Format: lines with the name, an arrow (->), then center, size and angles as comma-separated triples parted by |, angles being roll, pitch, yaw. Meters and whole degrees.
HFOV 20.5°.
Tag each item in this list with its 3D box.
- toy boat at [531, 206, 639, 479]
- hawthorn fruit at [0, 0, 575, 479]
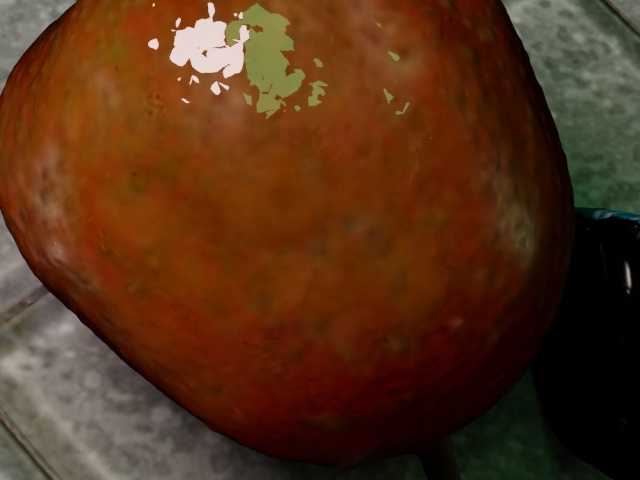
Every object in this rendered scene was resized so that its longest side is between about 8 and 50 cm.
toy boat -> 0.182, 0.049, 0.917 | 0.092, 0.299, 0.134 | -6, 95, -6
hawthorn fruit -> 0.000, 0.000, 0.935 | 0.285, 0.285, 0.369 | -29, 92, -23
